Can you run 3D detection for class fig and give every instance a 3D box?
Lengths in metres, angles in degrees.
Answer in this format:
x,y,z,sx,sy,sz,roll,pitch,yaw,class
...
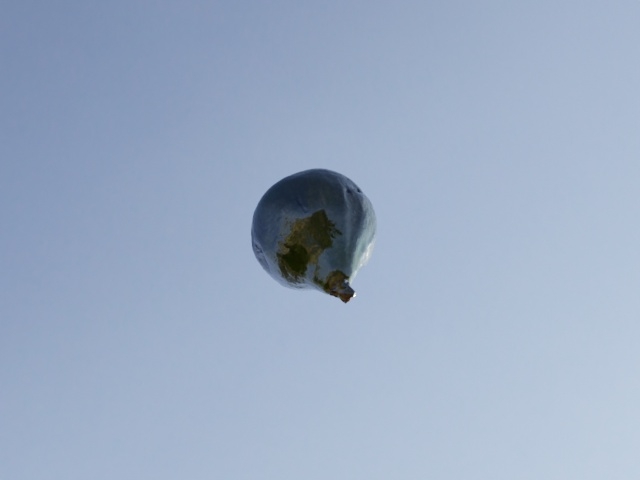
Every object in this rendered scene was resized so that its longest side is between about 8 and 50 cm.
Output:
x,y,z,sx,sy,sz,roll,pitch,yaw,class
0.000,0.000,1.242,0.117,0.177,0.117,-3,-72,-9,fig
